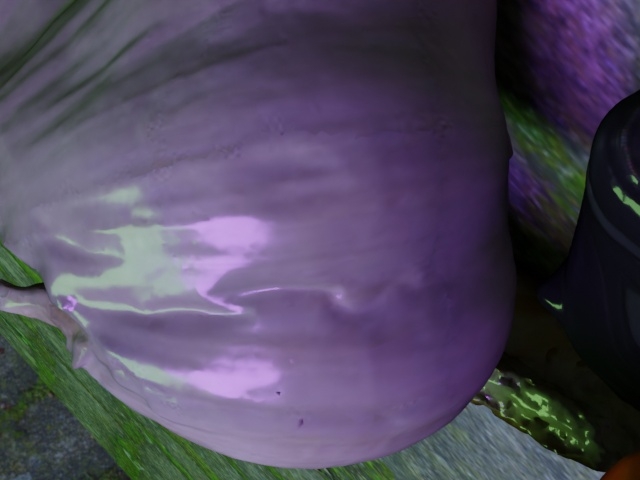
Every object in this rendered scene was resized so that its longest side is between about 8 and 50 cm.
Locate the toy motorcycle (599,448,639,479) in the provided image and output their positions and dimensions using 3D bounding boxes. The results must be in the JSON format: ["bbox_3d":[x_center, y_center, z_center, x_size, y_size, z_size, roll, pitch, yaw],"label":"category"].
[{"bbox_3d":[0.137,0.131,0.609,0.221,0.147,0.326,18,160,-14],"label":"toy motorcycle"}]

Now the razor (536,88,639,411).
[{"bbox_3d":[0.116,0.010,0.578,0.090,0.054,0.148,45,166,14],"label":"razor"}]

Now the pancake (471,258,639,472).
[{"bbox_3d":[0.000,0.000,0.722,0.244,0.057,0.266,21,-172,-44],"label":"pancake"}]

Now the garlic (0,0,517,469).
[{"bbox_3d":[-0.017,-0.047,0.599,0.143,0.178,0.229,-53,54,53],"label":"garlic"}]
